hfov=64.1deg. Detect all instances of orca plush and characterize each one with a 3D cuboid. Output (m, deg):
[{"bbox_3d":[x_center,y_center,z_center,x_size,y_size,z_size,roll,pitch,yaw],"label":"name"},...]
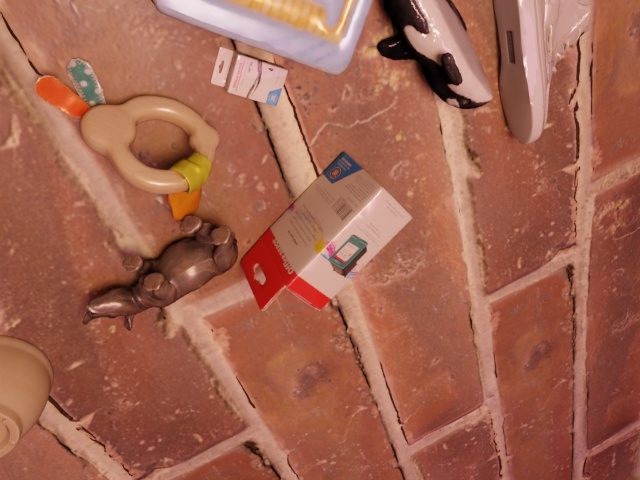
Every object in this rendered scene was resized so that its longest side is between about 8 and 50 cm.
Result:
[{"bbox_3d":[0.112,-0.256,0.646,0.102,0.151,0.287,-20,152,33],"label":"orca plush"}]

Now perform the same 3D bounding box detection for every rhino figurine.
[{"bbox_3d":[-0.217,0.053,0.698,0.243,0.073,0.106,-32,162,-1],"label":"rhino figurine"}]

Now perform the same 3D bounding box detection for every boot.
[{"bbox_3d":[0.329,-0.272,0.733,0.123,0.095,0.258,-21,124,-3],"label":"boot"}]

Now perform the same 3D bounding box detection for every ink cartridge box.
[{"bbox_3d":[0.000,0.000,0.731,0.231,0.134,0.078,-45,126,8],"label":"ink cartridge box"},{"bbox_3d":[-0.089,-0.203,0.636,0.083,0.028,0.048,9,115,-27],"label":"ink cartridge box"}]

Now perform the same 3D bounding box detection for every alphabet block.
[{"bbox_3d":[-0.056,-0.296,0.490,0.192,0.197,0.193,11,114,-29],"label":"alphabet block"}]

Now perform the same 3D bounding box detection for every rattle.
[{"bbox_3d":[-0.233,-0.115,0.626,0.199,0.143,0.130,18,79,-15],"label":"rattle"}]

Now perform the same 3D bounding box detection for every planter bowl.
[{"bbox_3d":[-0.452,0.225,0.686,0.162,0.109,0.162,-11,123,-18],"label":"planter bowl"}]
